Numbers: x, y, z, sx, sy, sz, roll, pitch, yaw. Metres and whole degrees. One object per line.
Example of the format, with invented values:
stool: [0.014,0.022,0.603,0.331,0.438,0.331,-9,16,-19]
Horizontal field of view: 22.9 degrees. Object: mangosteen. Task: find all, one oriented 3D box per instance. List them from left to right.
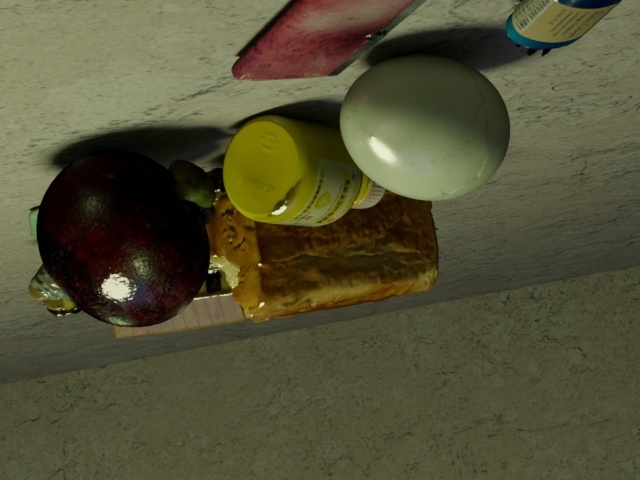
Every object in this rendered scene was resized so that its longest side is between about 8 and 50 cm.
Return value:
mangosteen: [-0.210,-0.010,1.784,0.216,0.216,0.216,-9,170,-2]

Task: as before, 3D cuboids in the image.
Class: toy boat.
toy boat: [-0.182,0.042,2.191,0.445,0.162,0.136,-10,167,2]

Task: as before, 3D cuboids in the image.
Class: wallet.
wallet: [0.009,-0.197,1.460,0.119,0.025,0.232,-4,167,-25]

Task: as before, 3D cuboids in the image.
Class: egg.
egg: [0.106,-0.117,1.629,0.151,0.151,0.209,-18,165,39]

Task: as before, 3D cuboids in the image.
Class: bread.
bread: [-0.004,-0.003,1.997,0.344,0.195,0.149,-4,177,-42]

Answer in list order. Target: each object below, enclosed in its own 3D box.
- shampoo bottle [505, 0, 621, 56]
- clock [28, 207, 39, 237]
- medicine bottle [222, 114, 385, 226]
shampoo bottle: [0.230,-0.220,1.471,0.087,0.050,0.183,-10,170,-15]
clock: [-0.310,-0.022,2.055,0.101,0.041,0.135,-13,169,16]
medicine bottle: [-0.006,-0.076,1.829,0.122,0.121,0.212,-17,168,33]
